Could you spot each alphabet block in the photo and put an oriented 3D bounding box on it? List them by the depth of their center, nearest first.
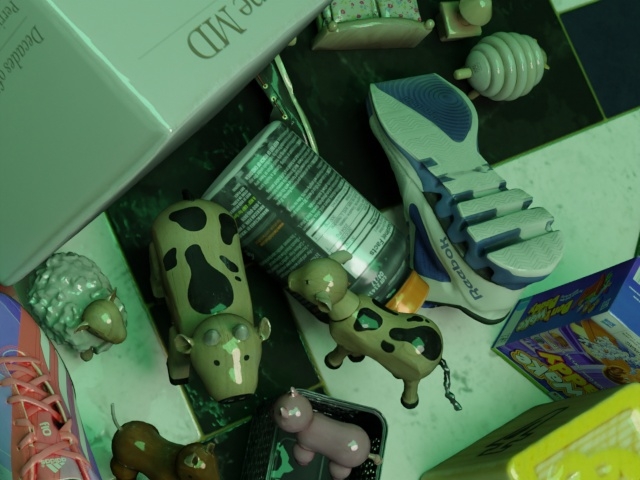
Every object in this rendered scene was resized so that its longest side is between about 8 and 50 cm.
[{"bbox_3d":[0.257,0.281,1.365,0.193,0.197,0.192,-28,89,-27],"label":"alphabet block"}]

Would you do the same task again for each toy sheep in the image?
[{"bbox_3d":[0.213,-0.204,1.531,0.132,0.091,0.091,-20,85,-26],"label":"toy sheep"}]

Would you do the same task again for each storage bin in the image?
[{"bbox_3d":[-0.013,0.253,1.320,0.122,0.084,0.180,17,71,-19],"label":"storage bin"}]

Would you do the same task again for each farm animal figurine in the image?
[{"bbox_3d":[-0.072,0.083,1.226,0.330,0.172,0.326,-24,64,-22],"label":"farm animal figurine"}]

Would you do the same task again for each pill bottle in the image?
[{"bbox_3d":[0.000,0.000,1.365,0.246,0.130,0.130,43,65,-8],"label":"pill bottle"}]

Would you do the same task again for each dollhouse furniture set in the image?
[{"bbox_3d":[0.084,-0.392,1.477,0.356,0.174,0.303,-7,79,-25],"label":"dollhouse furniture set"}]

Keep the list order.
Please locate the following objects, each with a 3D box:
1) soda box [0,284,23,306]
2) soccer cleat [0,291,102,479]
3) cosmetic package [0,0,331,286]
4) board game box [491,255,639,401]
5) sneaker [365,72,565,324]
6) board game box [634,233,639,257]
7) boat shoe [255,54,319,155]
[{"bbox_3d":[-0.308,0.134,1.224,0.092,0.083,0.263,-23,86,-27],"label":"soda box"},{"bbox_3d":[-0.244,0.177,1.120,0.109,0.116,0.318,-16,75,-25],"label":"soccer cleat"},{"bbox_3d":[-0.251,-0.243,1.172,0.393,0.327,0.329,48,47,-6],"label":"cosmetic package"},{"bbox_3d":[0.391,0.176,1.429,0.347,0.233,0.078,39,65,-9],"label":"board game box"},{"bbox_3d":[0.131,-0.025,1.433,0.128,0.182,0.315,-10,52,-27],"label":"sneaker"},{"bbox_3d":[0.489,0.051,1.608,0.214,0.046,0.317,26,68,-16],"label":"board game box"},{"bbox_3d":[-0.038,-0.141,1.435,0.042,0.049,0.133,-25,95,1],"label":"boat shoe"}]
